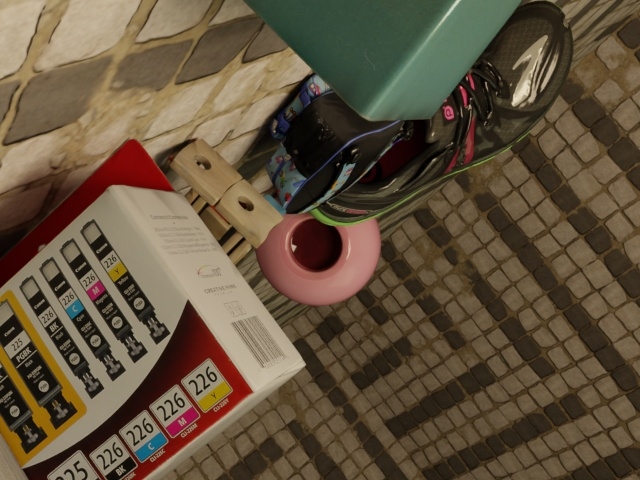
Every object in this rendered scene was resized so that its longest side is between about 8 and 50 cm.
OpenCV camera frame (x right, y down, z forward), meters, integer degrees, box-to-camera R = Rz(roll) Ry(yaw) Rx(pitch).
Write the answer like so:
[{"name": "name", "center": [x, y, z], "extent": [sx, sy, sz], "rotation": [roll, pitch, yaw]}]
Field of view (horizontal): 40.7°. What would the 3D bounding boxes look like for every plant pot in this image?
[{"name": "plant pot", "center": [0.076, -0.225, 0.600], "extent": [0.234, 0.166, 0.165], "rotation": [-47, 169, 22]}]

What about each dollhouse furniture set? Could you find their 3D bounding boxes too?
[{"name": "dollhouse furniture set", "center": [-0.114, -0.045, 0.985], "extent": [0.129, 0.129, 0.184], "rotation": [-43, -174, 33]}]

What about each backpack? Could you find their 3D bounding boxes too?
[{"name": "backpack", "center": [0.004, -0.116, 1.066], "extent": [0.158, 0.117, 0.173], "rotation": [-29, 168, -48]}]

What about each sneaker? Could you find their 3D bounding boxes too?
[{"name": "sneaker", "center": [0.182, -0.182, 1.242], "extent": [0.482, 0.185, 0.202], "rotation": [-37, 176, -7]}]

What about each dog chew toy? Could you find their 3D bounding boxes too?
[{"name": "dog chew toy", "center": [0.000, 0.000, 1.485], "extent": [0.206, 0.207, 0.332], "rotation": [-38, 180, 4]}]

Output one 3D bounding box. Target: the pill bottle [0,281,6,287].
[{"name": "pill bottle", "center": [-0.298, 0.090, 0.958], "extent": [0.108, 0.108, 0.193], "rotation": [-39, 173, 12]}]

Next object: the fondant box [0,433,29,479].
[{"name": "fondant box", "center": [-0.286, 0.096, 0.551], "extent": [0.096, 0.238, 0.330], "rotation": [-32, 171, -22]}]

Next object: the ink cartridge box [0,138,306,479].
[{"name": "ink cartridge box", "center": [-0.222, 0.100, 0.764], "extent": [0.309, 0.272, 0.130], "rotation": [-40, 170, 15]}]
